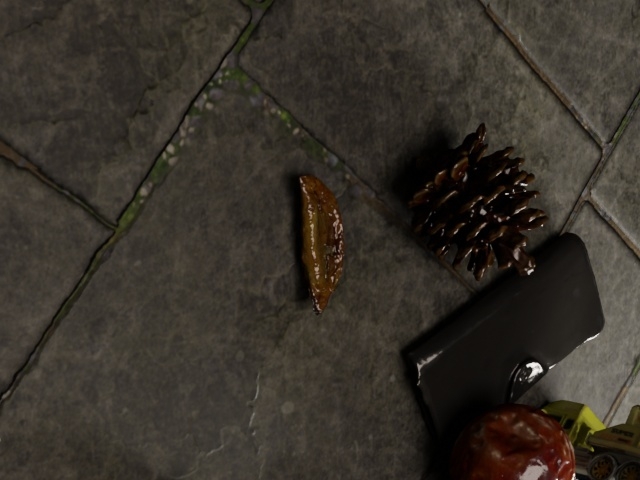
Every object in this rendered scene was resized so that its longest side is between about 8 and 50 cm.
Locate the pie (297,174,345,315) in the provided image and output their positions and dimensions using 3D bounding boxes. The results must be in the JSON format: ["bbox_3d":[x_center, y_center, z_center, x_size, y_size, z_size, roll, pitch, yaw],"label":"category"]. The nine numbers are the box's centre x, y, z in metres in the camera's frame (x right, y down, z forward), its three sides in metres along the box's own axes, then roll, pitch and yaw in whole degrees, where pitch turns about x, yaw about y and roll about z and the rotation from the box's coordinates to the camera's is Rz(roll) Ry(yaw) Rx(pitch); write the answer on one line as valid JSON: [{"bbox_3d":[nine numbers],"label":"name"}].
[{"bbox_3d":[0.001,-0.002,1.645,0.088,0.033,0.191,-23,113,-49],"label":"pie"}]

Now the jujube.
[{"bbox_3d":[0.280,0.356,1.840,0.190,0.190,0.255,-33,150,-28],"label":"jujube"}]

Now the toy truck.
[{"bbox_3d":[0.451,0.327,1.918,0.124,0.272,0.157,46,64,-33],"label":"toy truck"}]

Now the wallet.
[{"bbox_3d":[0.285,0.157,1.888,0.377,0.051,0.197,-33,120,-26],"label":"wallet"}]

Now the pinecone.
[{"bbox_3d":[0.224,-0.042,1.722,0.185,0.168,0.212,-44,111,-5],"label":"pinecone"}]
